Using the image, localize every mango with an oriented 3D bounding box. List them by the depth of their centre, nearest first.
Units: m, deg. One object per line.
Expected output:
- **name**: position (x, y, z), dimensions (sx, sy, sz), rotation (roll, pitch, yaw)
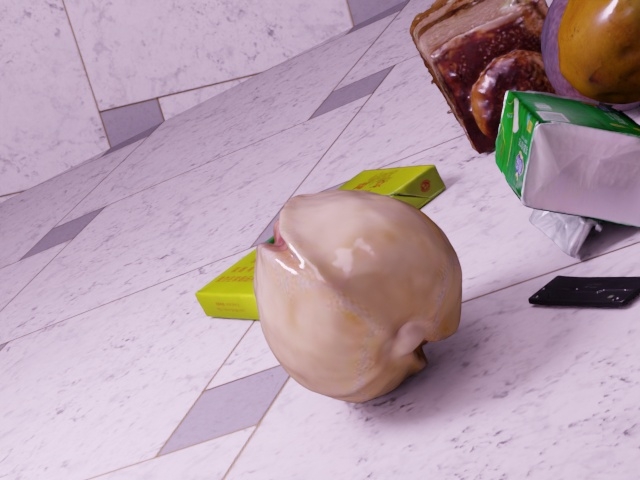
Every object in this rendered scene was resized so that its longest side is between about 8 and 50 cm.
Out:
- **mango**: position (0.355, -0.246, 1.881), dimensions (0.151, 0.156, 0.249), rotation (-56, -1, -33)

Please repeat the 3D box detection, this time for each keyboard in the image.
- **keyboard**: position (0.275, 0.052, 1.699), dimensions (0.053, 0.010, 0.155), rotation (-36, 16, -25)

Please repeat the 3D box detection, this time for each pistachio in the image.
- **pistachio**: position (0.030, 0.050, 1.736), dimensions (0.230, 0.230, 0.309), rotation (-30, 20, -2)

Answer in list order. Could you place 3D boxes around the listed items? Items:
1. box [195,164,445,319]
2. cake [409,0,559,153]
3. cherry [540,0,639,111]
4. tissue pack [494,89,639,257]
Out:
- **box**: position (0.000, 0.000, 2.294), dimensions (0.335, 0.047, 0.187), rotation (-36, 16, -26)
- **cake**: position (0.251, -0.252, 2.379), dimensions (0.196, 0.199, 0.293), rotation (-25, 17, 7)
- **cherry**: position (0.392, -0.265, 2.183), dimensions (0.213, 0.183, 0.266), rotation (-23, 31, 27)
- **tissue pack**: position (0.282, -0.072, 1.872), dimensions (0.148, 0.156, 0.209), rotation (7, 14, -5)
